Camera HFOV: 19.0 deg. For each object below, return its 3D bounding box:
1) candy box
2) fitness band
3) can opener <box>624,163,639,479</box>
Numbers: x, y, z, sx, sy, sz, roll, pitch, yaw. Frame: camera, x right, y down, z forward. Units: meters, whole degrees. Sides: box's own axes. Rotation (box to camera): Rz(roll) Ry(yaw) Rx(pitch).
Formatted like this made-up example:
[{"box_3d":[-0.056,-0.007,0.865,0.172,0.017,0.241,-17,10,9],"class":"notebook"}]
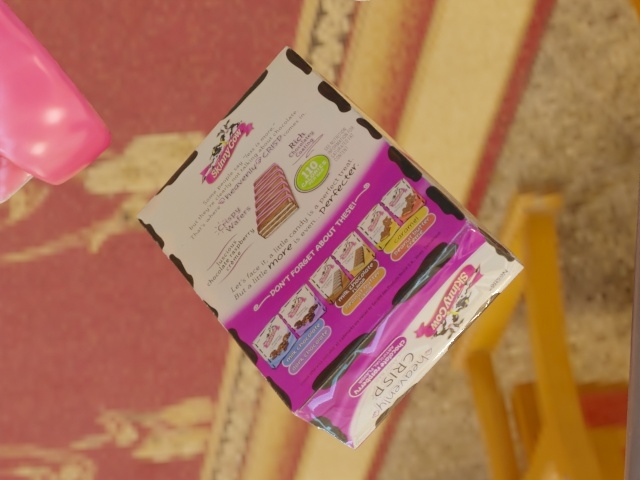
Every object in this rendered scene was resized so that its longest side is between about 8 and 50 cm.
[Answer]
[{"box_3d":[0.000,0.000,1.226,0.159,0.233,0.071,-48,136,6],"class":"candy box"},{"box_3d":[-0.182,-0.122,0.717,0.054,0.291,0.209,-41,145,-7],"class":"fitness band"},{"box_3d":[0.070,-0.022,0.341,0.095,0.283,0.076,9,-170,43],"class":"can opener"}]
